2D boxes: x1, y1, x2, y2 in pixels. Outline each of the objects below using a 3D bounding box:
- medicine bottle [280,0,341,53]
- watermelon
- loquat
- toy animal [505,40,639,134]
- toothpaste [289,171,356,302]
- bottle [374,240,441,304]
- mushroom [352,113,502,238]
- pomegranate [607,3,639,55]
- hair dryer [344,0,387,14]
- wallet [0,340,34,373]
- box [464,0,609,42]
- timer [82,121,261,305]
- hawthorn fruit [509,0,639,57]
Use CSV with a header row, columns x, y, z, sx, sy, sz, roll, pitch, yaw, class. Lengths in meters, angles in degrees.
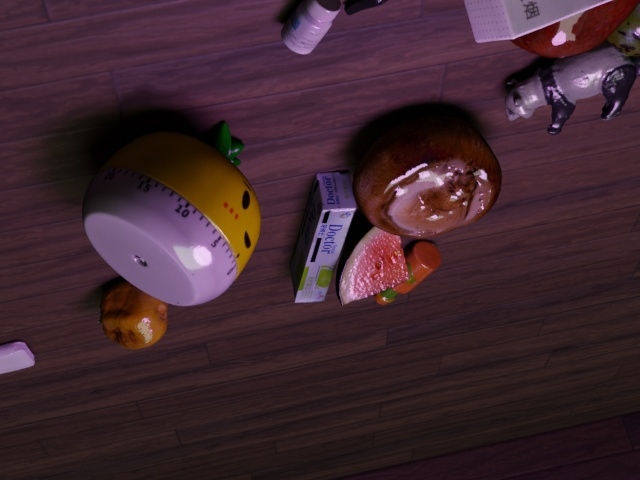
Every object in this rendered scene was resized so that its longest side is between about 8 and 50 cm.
x,y,z,sx,sy,sz,roll,pitch,yaw,class
-0.013,-0.296,1.511,0.052,0.052,0.089,5,146,-33,medicine bottle
0.089,0.028,2.082,0.137,0.145,0.193,30,96,-24,watermelon
-0.346,0.135,2.073,0.137,0.137,0.113,-24,177,18,loquat
0.396,-0.244,1.762,0.225,0.094,0.121,-17,144,24,toy animal
0.000,0.000,2.032,0.067,0.081,0.337,-4,150,-12,toothpaste
0.168,0.073,2.258,0.069,0.069,0.187,3,147,-30,bottle
0.174,-0.100,1.851,0.253,0.153,0.253,-6,144,-4,mushroom
0.439,-0.333,1.611,0.161,0.122,0.122,20,147,-1,pomegranate
0.051,-0.341,1.500,0.079,0.031,0.083,-21,139,30,hair dryer
-0.666,0.245,2.219,0.189,0.033,0.095,-13,150,-4,wallet
0.301,-0.376,1.263,0.330,0.210,0.095,-23,-166,-19,box
-0.197,-0.067,1.697,0.285,0.285,0.285,-11,152,-6,timer
0.335,-0.347,1.438,0.248,0.208,0.208,-19,154,-16,hawthorn fruit
